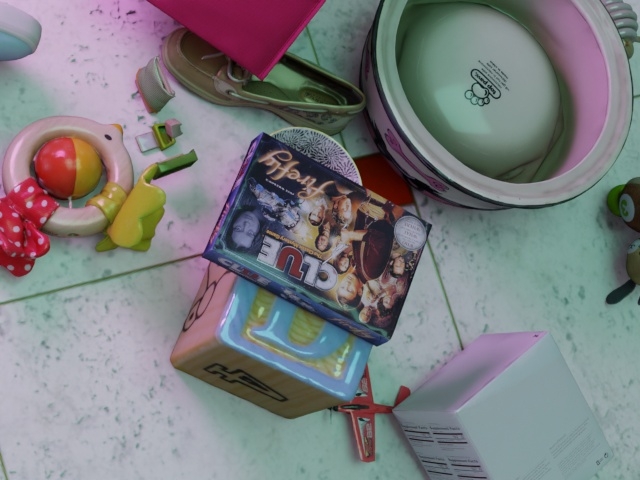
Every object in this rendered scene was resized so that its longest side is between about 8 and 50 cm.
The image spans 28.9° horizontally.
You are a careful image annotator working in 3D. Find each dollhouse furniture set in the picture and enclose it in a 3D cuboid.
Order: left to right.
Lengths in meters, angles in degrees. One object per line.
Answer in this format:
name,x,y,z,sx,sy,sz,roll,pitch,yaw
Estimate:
dollhouse furniture set,-0.220,-0.159,1.631,0.059,0.076,0.151,-22,87,-28

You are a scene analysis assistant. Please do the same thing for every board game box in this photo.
board game box,0.000,0.000,1.485,0.243,0.042,0.165,27,67,-15

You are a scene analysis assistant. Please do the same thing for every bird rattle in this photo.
bird rattle,-0.322,-0.058,1.561,0.254,0.143,0.206,-4,66,-12

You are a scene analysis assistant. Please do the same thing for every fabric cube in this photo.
fabric cube,-0.090,-0.420,1.613,0.258,0.254,0.259,32,36,-13

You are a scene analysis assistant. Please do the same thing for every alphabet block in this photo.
alphabet block,-0.050,0.098,1.573,0.193,0.197,0.192,29,68,-15

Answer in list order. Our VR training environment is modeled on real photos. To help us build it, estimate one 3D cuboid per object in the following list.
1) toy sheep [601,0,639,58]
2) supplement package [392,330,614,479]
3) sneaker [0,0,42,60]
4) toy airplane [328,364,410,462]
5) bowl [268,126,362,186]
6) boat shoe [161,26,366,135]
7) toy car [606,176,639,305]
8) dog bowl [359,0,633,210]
toy sheep,0.464,-0.345,1.984,0.091,0.091,0.132,-11,67,-26
supplement package,0.245,0.258,1.671,0.194,0.149,0.203,-35,102,-29
sneaker,-0.524,-0.224,1.494,0.366,0.135,0.150,3,83,-14
toy airplane,0.076,0.226,1.689,0.151,0.028,0.151,9,68,-22
bowl,-0.035,-0.062,1.686,0.170,0.080,0.170,6,74,-23
boat shoe,-0.075,-0.231,1.706,0.285,0.089,0.104,16,70,-20
toy car,0.491,0.013,1.873,0.149,0.155,0.188,32,78,-13
dog bowl,0.237,-0.223,1.790,0.408,0.150,0.407,6,74,-20
